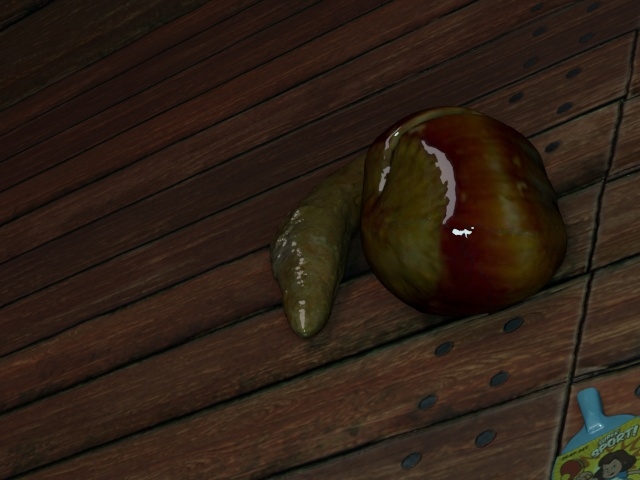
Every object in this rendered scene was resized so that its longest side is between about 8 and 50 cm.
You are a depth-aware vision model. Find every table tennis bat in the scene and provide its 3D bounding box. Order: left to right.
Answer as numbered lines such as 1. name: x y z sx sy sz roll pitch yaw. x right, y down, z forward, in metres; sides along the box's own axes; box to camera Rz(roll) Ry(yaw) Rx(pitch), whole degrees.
1. table tennis bat: 0.239 0.177 1.347 0.100 0.019 0.155 -30 26 17

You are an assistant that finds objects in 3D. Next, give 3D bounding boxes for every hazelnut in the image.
1. hazelnut: 0.149 -0.024 1.651 0.217 0.217 0.251 -36 33 2

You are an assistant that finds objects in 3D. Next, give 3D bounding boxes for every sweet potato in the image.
1. sweet potato: -0.003 -0.001 1.930 0.114 0.092 0.341 -3 38 27
